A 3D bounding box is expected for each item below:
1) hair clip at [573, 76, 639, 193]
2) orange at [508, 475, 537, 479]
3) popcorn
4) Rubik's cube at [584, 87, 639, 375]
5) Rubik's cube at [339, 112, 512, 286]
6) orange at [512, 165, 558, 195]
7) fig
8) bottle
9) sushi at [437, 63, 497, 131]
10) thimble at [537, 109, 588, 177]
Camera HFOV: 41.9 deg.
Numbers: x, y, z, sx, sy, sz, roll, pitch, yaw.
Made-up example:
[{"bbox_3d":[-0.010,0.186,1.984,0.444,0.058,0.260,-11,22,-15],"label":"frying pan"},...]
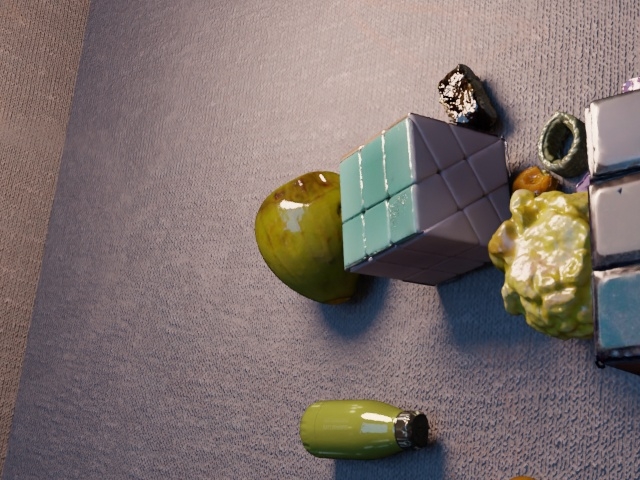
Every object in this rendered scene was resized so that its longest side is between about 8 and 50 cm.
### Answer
[{"bbox_3d":[0.502,-0.175,1.349,0.278,0.090,0.137,-60,31,1],"label":"hair clip"},{"bbox_3d":[0.324,0.412,1.321,0.085,0.085,0.085,-17,65,41],"label":"orange"},{"bbox_3d":[0.391,0.035,1.290,0.259,0.212,0.259,-27,48,35],"label":"popcorn"},{"bbox_3d":[0.562,-0.003,1.019,0.363,0.362,0.359,-11,65,41],"label":"Rubik's cube"},{"bbox_3d":[0.186,-0.065,1.486,0.224,0.221,0.231,-28,58,53],"label":"Rubik's cube"},{"bbox_3d":[0.374,-0.085,1.452,0.086,0.062,0.086,-21,37,17],"label":"orange"},{"bbox_3d":[0.000,0.000,1.688,0.239,0.239,0.271,-28,86,36],"label":"fig"},{"bbox_3d":[0.084,0.353,1.556,0.260,0.112,0.112,-11,69,43],"label":"bottle"},{"bbox_3d":[0.279,-0.261,1.588,0.078,0.090,0.150,-38,51,25],"label":"sushi"},{"bbox_3d":[0.420,-0.166,1.433,0.084,0.062,0.110,-11,69,43],"label":"thimble"}]
